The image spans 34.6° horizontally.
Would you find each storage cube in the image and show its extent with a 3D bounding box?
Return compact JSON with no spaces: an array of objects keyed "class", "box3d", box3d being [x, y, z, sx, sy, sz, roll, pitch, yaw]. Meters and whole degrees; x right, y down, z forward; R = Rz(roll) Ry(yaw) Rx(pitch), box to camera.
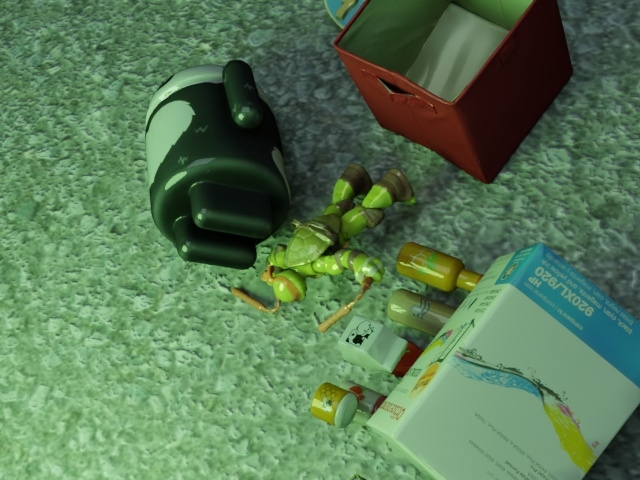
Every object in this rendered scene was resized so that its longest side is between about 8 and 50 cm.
[{"class":"storage cube","box3d":[0.165,-0.217,1.218,0.183,0.193,0.215,32,80,31]}]

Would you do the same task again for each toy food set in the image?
[{"class":"toy food set","box3d":[0.094,0.124,1.125,0.104,0.111,0.232,20,59,26]}]

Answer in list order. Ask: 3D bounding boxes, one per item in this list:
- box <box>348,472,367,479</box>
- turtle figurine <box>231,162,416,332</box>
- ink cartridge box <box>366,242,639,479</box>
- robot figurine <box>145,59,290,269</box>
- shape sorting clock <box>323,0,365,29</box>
[{"class":"box","box3d":[0.059,0.287,1.031,0.054,0.169,0.059,-42,58,-1]},{"class":"turtle figurine","box3d":[0.000,0.000,1.216,0.217,0.087,0.269,-50,22,-24]},{"class":"ink cartridge box","box3d":[0.188,0.149,1.012,0.168,0.171,0.233,39,82,0]},{"class":"robot figurine","box3d":[-0.133,-0.096,1.276,0.209,0.173,0.278,-25,47,15]},{"class":"shape sorting clock","box3d":[0.098,-0.367,1.406,0.206,0.040,0.206,-9,62,18]}]
